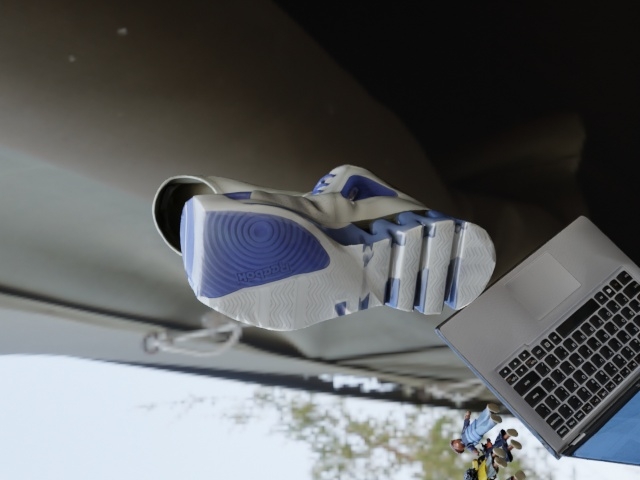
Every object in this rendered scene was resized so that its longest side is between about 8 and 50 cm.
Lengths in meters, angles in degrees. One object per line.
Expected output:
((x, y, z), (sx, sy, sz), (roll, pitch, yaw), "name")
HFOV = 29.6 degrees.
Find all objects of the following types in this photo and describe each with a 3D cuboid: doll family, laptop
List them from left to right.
((0.262, 0.352, 1.930), (0.076, 0.111, 0.193), (23, -141, -14), "doll family")
((0.464, 0.129, 1.769), (0.382, 0.236, 0.408), (-34, -107, -34), "laptop")

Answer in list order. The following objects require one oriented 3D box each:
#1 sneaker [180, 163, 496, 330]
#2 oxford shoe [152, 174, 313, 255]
((0.001, 0.000, 1.249), (0.316, 0.182, 0.127), (2, -71, -22), "sneaker")
((-0.068, -0.009, 1.818), (0.130, 0.449, 0.169), (8, -85, -66), "oxford shoe")
